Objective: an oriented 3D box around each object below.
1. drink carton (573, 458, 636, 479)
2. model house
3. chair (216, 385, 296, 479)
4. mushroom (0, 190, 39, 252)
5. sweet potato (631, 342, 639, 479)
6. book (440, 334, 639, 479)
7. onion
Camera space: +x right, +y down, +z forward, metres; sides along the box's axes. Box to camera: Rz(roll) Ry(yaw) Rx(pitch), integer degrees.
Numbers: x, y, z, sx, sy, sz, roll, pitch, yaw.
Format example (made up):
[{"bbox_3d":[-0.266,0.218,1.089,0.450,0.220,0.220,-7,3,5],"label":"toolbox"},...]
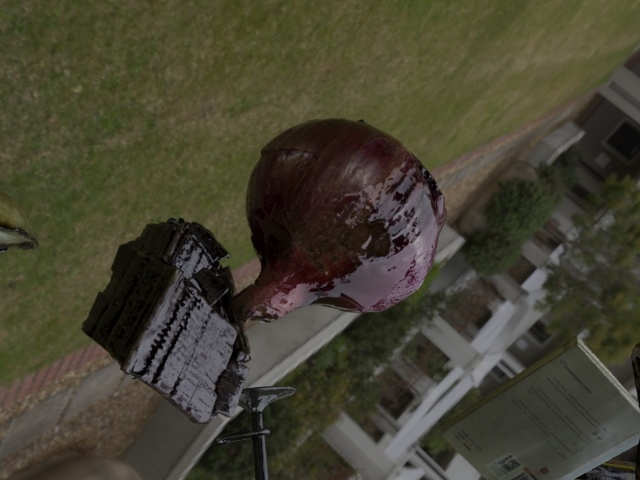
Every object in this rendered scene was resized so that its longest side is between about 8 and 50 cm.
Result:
[{"bbox_3d":[0.615,0.498,1.476,0.071,0.166,0.056,38,59,-76],"label":"drink carton"},{"bbox_3d":[-0.224,0.114,1.156,0.317,0.297,0.282,-63,178,-19],"label":"model house"},{"bbox_3d":[-0.149,0.589,1.760,0.227,0.400,0.226,-8,160,-3],"label":"chair"},{"bbox_3d":[-0.559,-0.058,1.034,0.218,0.211,0.292,-15,150,-2],"label":"mushroom"},{"bbox_3d":[0.440,0.229,0.793,0.158,0.158,0.369,31,59,-78],"label":"sweet potato"},{"bbox_3d":[0.368,0.310,1.132,0.283,0.215,0.025,-39,-171,22],"label":"book"},{"bbox_3d":[0.000,0.000,1.103,0.385,0.348,0.347,-46,169,-27],"label":"onion"}]
